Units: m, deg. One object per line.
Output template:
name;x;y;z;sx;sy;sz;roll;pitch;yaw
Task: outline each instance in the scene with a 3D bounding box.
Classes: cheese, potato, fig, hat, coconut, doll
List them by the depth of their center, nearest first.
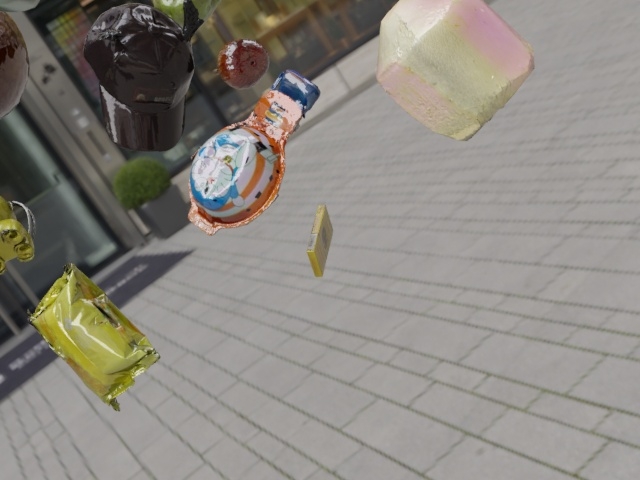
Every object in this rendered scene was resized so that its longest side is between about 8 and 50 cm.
coconut;0.204;-0.298;1.475;0.233;0.245;0.233;-49;-1;-1
cheese;-0.124;-0.156;1.594;0.217;0.129;0.329;39;95;34
doll;-0.630;-0.037;1.726;0.135;0.143;0.221;-30;41;-1
hat;-0.358;-0.365;1.885;0.238;0.336;0.209;-7;-7;-28
fig;-0.188;-0.380;2.002;0.153;0.119;0.119;-40;7;41
potato;-0.320;-0.616;2.206;0.186;0.148;0.253;-50;17;21

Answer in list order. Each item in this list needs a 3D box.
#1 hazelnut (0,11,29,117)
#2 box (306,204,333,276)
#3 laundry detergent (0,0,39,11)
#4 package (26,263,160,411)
hazelnut;-0.842;-0.404;1.910;0.352;0.421;0.421;-52;17;-6
box;0.000;0.000;2.066;0.023;0.087;0.155;-5;43;19
laundry detergent;-0.594;-0.479;1.568;0.398;0.264;0.124;34;96;53
package;-0.361;0.154;1.413;0.168;0.226;0.090;-46;-7;33
